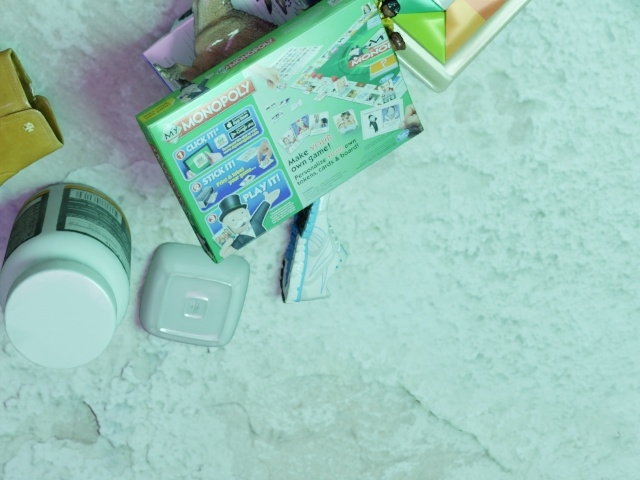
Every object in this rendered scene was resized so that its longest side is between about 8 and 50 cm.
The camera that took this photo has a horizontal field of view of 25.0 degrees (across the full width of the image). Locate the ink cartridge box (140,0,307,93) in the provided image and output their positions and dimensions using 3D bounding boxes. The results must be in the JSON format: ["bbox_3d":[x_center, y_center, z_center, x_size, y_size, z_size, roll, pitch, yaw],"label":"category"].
[{"bbox_3d":[-0.090,-0.228,1.864,0.208,0.045,0.206,-35,111,7],"label":"ink cartridge box"}]

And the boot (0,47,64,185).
[{"bbox_3d":[-0.423,-0.086,1.835,0.211,0.104,0.295,-15,115,6],"label":"boot"}]

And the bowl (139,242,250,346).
[{"bbox_3d":[-0.173,0.083,1.977,0.142,0.053,0.142,12,111,-11],"label":"bowl"}]

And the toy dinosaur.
[{"bbox_3d":[-0.077,-0.232,1.780,0.200,0.127,0.296,-44,115,4],"label":"toy dinosaur"}]

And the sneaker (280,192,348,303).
[{"bbox_3d":[0.000,0.000,1.963,0.083,0.071,0.190,4,120,-15],"label":"sneaker"}]

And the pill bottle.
[{"bbox_3d":[-0.320,0.044,1.820,0.162,0.278,0.162,-2,112,-5],"label":"pill bottle"}]

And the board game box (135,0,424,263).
[{"bbox_3d":[-0.042,-0.142,1.746,0.317,0.046,0.213,-33,124,-13],"label":"board game box"}]

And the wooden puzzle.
[{"bbox_3d":[0.157,-0.338,1.852,0.221,0.044,0.238,39,103,-19],"label":"wooden puzzle"}]

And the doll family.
[{"bbox_3d":[0.040,-0.295,1.803,0.111,0.076,0.193,-25,121,32],"label":"doll family"}]
